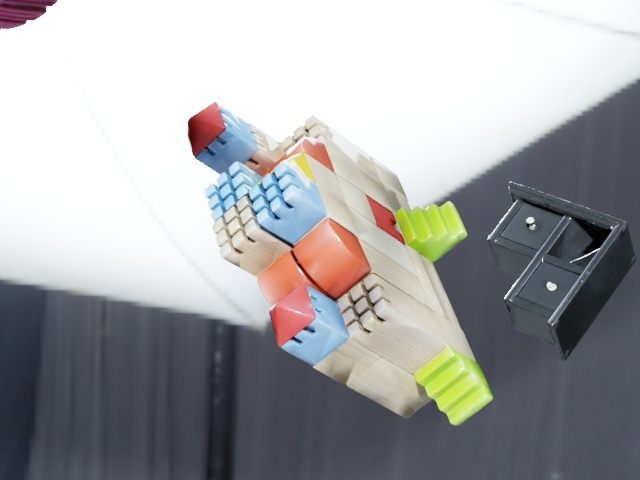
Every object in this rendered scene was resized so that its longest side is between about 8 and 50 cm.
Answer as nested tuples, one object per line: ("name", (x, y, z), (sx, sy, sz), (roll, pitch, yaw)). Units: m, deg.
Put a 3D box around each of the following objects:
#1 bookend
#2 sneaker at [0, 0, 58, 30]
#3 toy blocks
("bookend", (0.245, 0.032, 1.837), (0.157, 0.072, 0.156), (23, 63, 35))
("sneaker", (-0.243, -0.260, 1.312), (0.252, 0.111, 0.103), (-37, -15, 17))
("toy blocks", (0.000, 0.000, 1.623), (0.261, 0.191, 0.381), (32, 27, -40))
